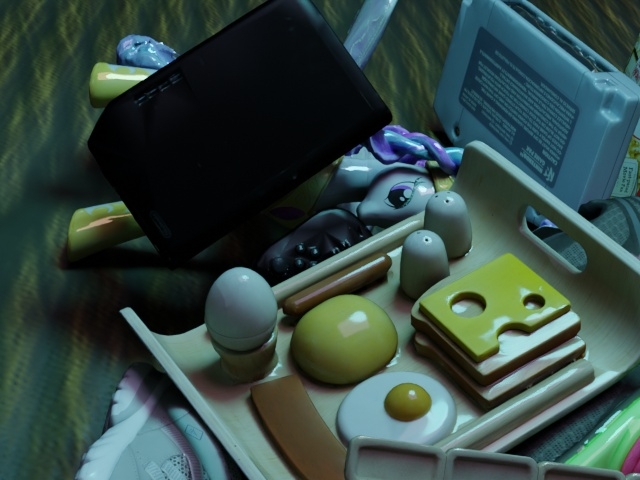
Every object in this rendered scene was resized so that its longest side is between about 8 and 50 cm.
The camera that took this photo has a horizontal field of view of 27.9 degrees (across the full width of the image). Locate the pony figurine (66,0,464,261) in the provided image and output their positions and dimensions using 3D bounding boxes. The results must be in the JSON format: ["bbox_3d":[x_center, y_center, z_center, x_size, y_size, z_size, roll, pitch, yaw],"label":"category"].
[{"bbox_3d":[-0.022,-0.098,1.179,0.363,0.303,0.351,4,39,1],"label":"pony figurine"}]

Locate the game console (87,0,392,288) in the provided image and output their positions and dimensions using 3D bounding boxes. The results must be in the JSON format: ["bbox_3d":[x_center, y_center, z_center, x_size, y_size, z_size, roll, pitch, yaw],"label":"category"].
[{"bbox_3d":[0.000,0.000,1.000,0.213,0.044,0.361,-35,88,-12],"label":"game console"}]

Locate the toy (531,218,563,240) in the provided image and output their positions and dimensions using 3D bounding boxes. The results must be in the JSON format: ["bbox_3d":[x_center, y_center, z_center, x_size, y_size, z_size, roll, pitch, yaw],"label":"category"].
[{"bbox_3d":[0.282,-0.002,1.278,0.237,0.137,0.056,7,67,-23],"label":"toy"}]

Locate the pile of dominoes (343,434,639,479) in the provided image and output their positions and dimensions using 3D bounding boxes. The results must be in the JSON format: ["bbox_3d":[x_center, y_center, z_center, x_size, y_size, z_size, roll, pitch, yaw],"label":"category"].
[{"bbox_3d":[0.119,0.228,0.773,0.251,0.196,0.040,10,-6,-13],"label":"pile of dominoes"}]

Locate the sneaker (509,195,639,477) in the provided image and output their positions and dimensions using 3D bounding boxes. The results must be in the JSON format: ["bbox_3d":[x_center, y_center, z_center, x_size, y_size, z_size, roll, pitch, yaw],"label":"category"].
[{"bbox_3d":[0.210,0.113,1.001,0.202,0.185,0.483,6,31,27],"label":"sneaker"}]

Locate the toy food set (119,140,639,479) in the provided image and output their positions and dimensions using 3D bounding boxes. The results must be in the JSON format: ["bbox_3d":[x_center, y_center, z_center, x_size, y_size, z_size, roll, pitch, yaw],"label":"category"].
[{"bbox_3d":[0.049,0.049,0.861,0.306,0.092,0.220,-27,45,-20],"label":"toy food set"}]

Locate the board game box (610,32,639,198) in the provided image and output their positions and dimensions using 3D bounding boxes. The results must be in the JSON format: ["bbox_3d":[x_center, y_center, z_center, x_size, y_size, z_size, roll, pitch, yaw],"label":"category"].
[{"bbox_3d":[0.358,-0.127,1.480,0.045,0.193,0.147,17,29,-2],"label":"board game box"}]

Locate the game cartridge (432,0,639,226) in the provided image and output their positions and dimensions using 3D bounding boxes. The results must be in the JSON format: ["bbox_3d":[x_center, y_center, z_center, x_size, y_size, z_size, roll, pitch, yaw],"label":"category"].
[{"bbox_3d":[0.230,-0.139,1.420,0.062,0.198,0.297,-8,37,-25],"label":"game cartridge"}]

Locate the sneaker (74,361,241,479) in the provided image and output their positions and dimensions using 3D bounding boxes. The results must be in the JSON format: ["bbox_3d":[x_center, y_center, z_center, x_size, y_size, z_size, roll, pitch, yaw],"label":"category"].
[{"bbox_3d":[-0.094,0.169,0.796,0.115,0.105,0.281,16,28,-3],"label":"sneaker"}]
